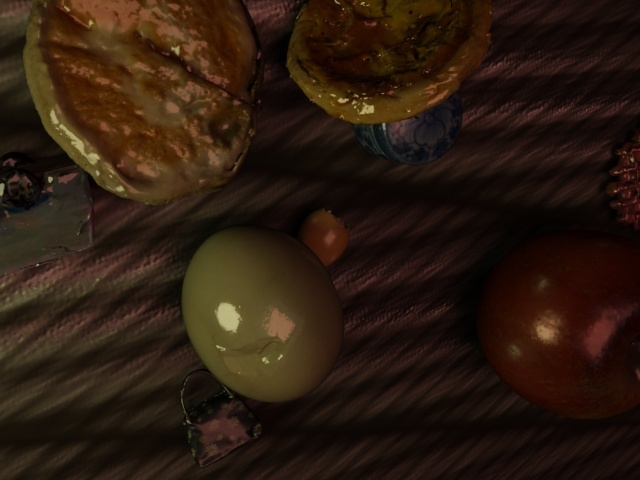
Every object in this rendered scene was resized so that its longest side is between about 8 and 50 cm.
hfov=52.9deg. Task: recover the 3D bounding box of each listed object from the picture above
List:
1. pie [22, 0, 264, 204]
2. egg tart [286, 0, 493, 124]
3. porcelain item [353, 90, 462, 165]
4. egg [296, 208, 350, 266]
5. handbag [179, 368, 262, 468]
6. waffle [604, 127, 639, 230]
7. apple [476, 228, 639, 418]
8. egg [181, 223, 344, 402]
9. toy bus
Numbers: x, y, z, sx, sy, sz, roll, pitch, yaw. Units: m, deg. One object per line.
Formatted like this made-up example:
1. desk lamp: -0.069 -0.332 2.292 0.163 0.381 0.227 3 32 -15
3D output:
1. pie: -0.206 -0.211 0.815 0.339 0.077 0.339 1 88 -34
2. egg tart: 0.092 -0.264 0.876 0.290 0.290 0.115 -44 147 -9
3. porcelain item: 0.135 -0.191 0.989 0.147 0.114 0.147 -7 107 -24
4. egg: 0.000 0.000 0.999 0.080 0.080 0.096 35 96 -30
5. handbag: -0.170 0.263 1.008 0.115 0.072 0.139 -26 102 -15
6. waffle: 0.672 -0.129 1.306 0.221 0.055 0.234 38 87 -29
7. apple: 0.460 0.144 1.156 0.349 0.277 0.348 -10 112 -26
8. egg: -0.079 0.105 0.911 0.219 0.219 0.269 -39 116 -11
9. toy bus: -0.430 -0.013 0.770 0.317 0.112 0.138 -17 116 -20
